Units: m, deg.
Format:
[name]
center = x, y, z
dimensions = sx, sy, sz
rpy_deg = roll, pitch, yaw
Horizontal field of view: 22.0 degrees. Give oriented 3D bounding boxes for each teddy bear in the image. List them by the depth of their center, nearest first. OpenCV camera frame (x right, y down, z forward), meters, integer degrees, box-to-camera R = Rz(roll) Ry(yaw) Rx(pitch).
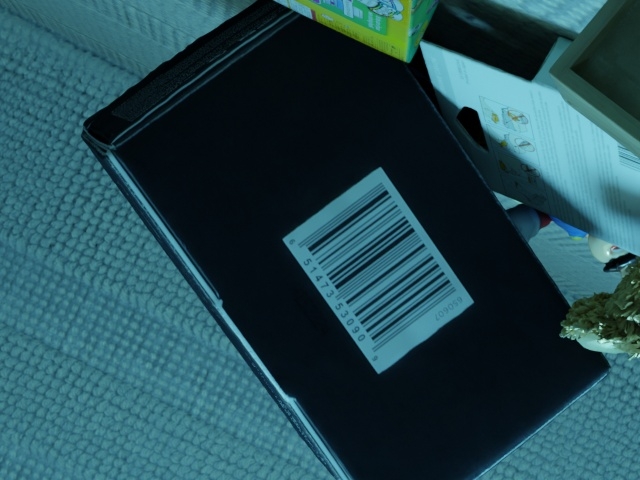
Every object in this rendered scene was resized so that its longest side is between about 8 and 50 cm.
[teddy bear]
center = 0.373, 0.026, 1.491
dimensions = 0.245, 0.113, 0.338
rpy_deg = 9, 149, -19

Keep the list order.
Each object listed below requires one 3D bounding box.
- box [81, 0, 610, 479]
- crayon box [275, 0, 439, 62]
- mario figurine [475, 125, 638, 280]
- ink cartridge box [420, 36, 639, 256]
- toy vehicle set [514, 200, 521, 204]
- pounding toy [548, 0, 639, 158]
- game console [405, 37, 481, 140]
[box]
center = 0.000, 0.000, 1.769
dimensions = 0.480, 0.297, 0.472
rpy_deg = 55, 173, -12
[crayon box]
center = 0.018, -0.237, 1.345
dimensions = 0.165, 0.081, 0.278
rpy_deg = 26, 177, 3
[mario figurine]
center = 0.308, -0.020, 1.785
dimensions = 0.320, 0.170, 0.198
rpy_deg = 31, 174, -38
[ink cartridge box]
center = 0.230, -0.097, 1.553
dimensions = 0.239, 0.060, 0.275
rpy_deg = 26, 162, 24
[toy vehicle set]
center = 0.311, -0.066, 2.227
dimensions = 0.166, 0.035, 0.267
rpy_deg = 28, 177, -28
[pounding toy]
center = 0.255, -0.116, 1.112
dimensions = 0.130, 0.141, 0.100
rpy_deg = 41, -178, 20
[game console]
center = 0.133, -0.174, 1.835
dimensions = 0.213, 0.044, 0.361
rpy_deg = 23, 175, 47
